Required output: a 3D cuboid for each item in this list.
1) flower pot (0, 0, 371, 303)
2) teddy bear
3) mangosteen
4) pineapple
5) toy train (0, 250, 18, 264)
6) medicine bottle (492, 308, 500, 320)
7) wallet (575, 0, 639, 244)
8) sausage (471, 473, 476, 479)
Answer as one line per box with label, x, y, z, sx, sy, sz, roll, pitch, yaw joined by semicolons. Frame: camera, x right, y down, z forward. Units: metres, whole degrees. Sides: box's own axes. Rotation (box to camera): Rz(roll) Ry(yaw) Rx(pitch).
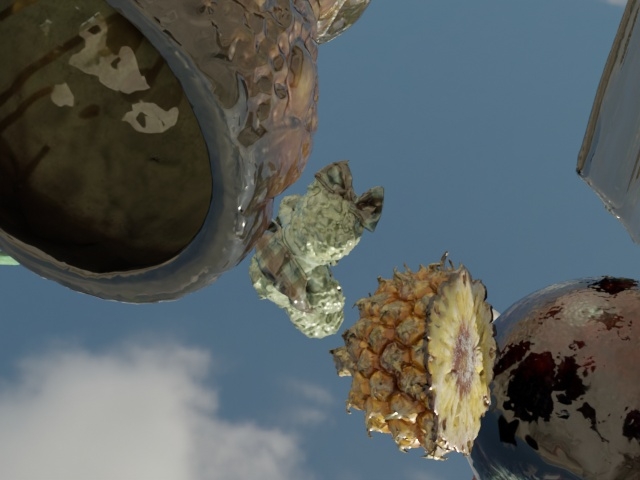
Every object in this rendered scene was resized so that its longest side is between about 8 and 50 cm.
flower pot;-0.098;-0.139;0.837;0.266;0.267;0.267;19;-136;16
teddy bear;-0.019;0.009;1.349;0.111;0.213;0.133;-16;-117;-25
mangosteen;0.288;0.160;1.325;0.300;0.300;0.300;1;-135;-1
pineapple;0.066;0.103;1.190;0.137;0.161;0.176;-2;-101;28
toy train;-0.340;-0.084;0.975;0.330;0.178;0.138;6;-120;12
medicine bottle;0.162;0.168;1.768;0.102;0.103;0.187;20;-102;18
wallet;0.366;-0.145;1.538;0.041;0.323;0.247;14;-98;26
sausage;0.242;0.240;1.572;0.102;0.102;0.330;25;-89;21
